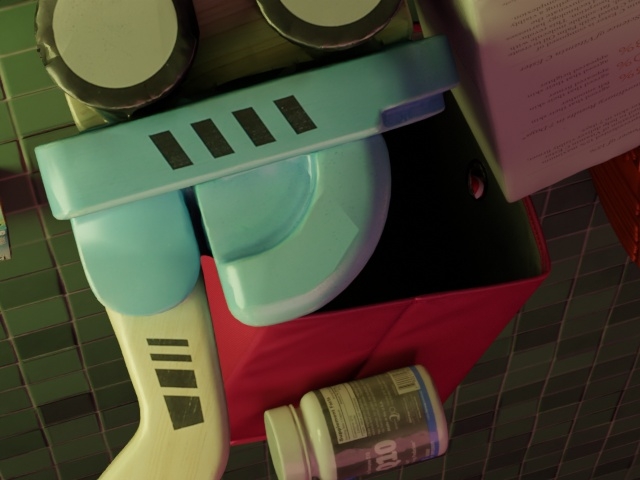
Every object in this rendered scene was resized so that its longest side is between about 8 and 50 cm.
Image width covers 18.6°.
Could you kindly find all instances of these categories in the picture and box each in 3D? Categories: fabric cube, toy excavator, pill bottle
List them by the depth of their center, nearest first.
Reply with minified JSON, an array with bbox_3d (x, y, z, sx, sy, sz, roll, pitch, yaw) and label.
[{"bbox_3d":[-0.090,0.024,1.346,0.433,0.445,0.222,-17,-177,-2],"label":"toy excavator"},{"bbox_3d":[0.028,0.153,1.584,0.137,0.078,0.078,-14,155,-9],"label":"pill bottle"},{"bbox_3d":[0.000,0.000,1.642,0.259,0.254,0.258,-8,153,-23],"label":"fabric cube"}]

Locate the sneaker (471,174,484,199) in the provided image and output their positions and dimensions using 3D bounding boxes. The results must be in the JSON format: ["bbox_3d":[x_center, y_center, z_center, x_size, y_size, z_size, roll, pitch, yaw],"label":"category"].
[{"bbox_3d":[0.084,0.001,1.933,0.221,0.087,0.128,-42,140,18],"label":"sneaker"}]

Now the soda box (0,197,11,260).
[{"bbox_3d":[-0.351,-0.001,1.619,0.183,0.063,0.058,-14,155,-11],"label":"soda box"}]

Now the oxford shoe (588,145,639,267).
[{"bbox_3d":[0.337,-0.085,1.861,0.133,0.130,0.363,-23,156,-7],"label":"oxford shoe"}]

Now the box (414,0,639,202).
[{"bbox_3d":[0.185,-0.201,1.427,0.215,0.168,0.345,-25,156,-1],"label":"box"}]
